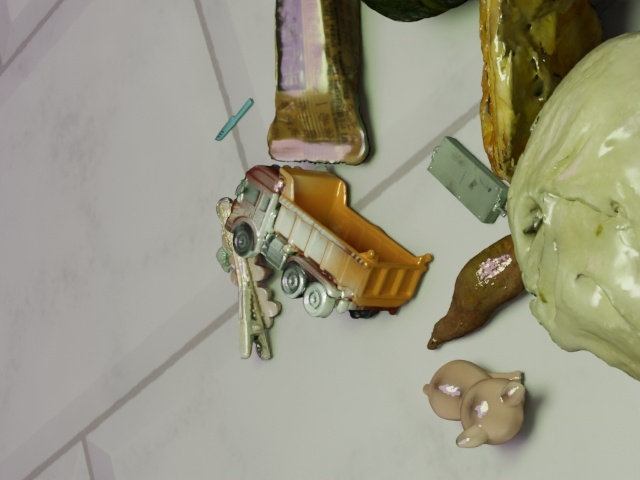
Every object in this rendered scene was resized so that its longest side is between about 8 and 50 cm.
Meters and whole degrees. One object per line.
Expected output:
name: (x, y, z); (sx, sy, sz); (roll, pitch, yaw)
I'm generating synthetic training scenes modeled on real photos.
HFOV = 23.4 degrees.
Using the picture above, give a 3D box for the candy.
candy: (-0.005, -0.224, 1.898); (0.143, 0.101, 0.271); (-3, 88, 30)

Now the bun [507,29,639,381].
bun: (0.292, -0.024, 1.350); (0.362, 0.234, 0.326); (-106, 10, -68)

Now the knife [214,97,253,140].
knife: (-0.118, -0.163, 2.093); (0.091, 0.005, 0.014); (-46, 54, 36)

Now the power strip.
power strip: (0.170, -0.065, 1.738); (0.136, 0.019, 0.051); (47, 118, 42)

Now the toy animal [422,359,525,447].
toy animal: (0.165, 0.175, 1.665); (0.150, 0.089, 0.083); (20, 104, 57)

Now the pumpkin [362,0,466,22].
pumpkin: (0.122, -0.352, 1.731); (0.223, 0.157, 0.224); (-25, 51, 34)

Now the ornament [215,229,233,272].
ornament: (-0.105, 0.002, 2.030); (0.092, 0.041, 0.068); (-19, 94, 34)

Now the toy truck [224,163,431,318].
toy truck: (0.000, 0.000, 1.854); (0.270, 0.114, 0.135); (37, 113, 43)

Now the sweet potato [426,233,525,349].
sweet potato: (0.172, 0.056, 1.687); (0.226, 0.068, 0.068); (-48, 52, 35)

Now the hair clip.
hair clip: (-0.092, 0.049, 1.986); (0.062, 0.056, 0.214); (-12, 85, 40)

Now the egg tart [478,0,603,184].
egg tart: (0.220, -0.194, 1.556); (0.132, 0.297, 0.297); (-1, 83, 10)
